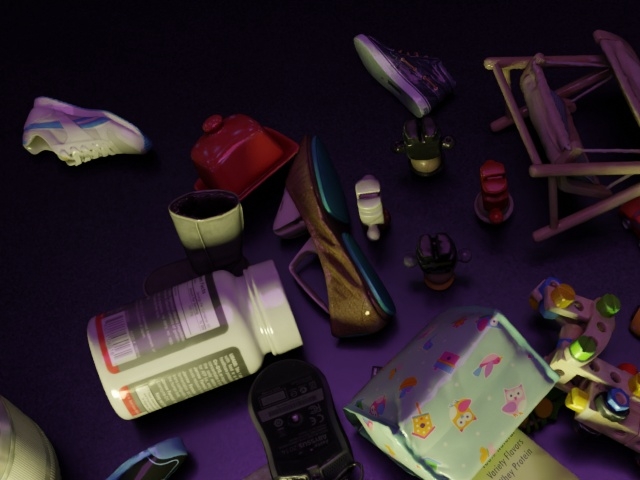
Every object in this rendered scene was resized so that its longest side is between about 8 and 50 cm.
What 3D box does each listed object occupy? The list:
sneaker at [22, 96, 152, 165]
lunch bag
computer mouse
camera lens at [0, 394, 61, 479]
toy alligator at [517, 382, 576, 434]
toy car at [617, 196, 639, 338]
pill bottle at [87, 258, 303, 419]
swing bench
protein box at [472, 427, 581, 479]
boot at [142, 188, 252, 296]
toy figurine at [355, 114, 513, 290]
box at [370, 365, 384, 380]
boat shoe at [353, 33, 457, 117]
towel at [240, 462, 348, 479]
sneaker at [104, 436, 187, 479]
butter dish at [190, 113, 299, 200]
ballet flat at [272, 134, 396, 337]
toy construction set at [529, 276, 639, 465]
[{"bbox_3d":[-0.382,-0.166,1.856,0.228,0.087,0.092,13,74,20],"label":"sneaker"},{"bbox_3d":[0.160,0.203,1.520,0.160,0.262,0.223,46,78,-13],"label":"lunch bag"},{"bbox_3d":[-0.028,0.287,1.555,0.188,0.072,0.272,-17,48,2],"label":"computer mouse"},{"bbox_3d":[-0.489,0.311,1.536,0.219,0.274,0.219,-3,65,6],"label":"camera lens"},{"bbox_3d":[0.310,0.241,1.598,0.189,0.056,0.051,-16,99,-18],"label":"toy alligator"},{"bbox_3d":[0.561,0.031,1.659,0.224,0.053,0.239,-1,65,7],"label":"toy car"},{"bbox_3d":[-0.179,0.139,1.641,0.283,0.161,0.161,-20,64,-3],"label":"pill bottle"},{"bbox_3d":[0.403,-0.167,1.684,0.254,0.165,0.253,-15,50,1],"label":"swing bench"},{"bbox_3d":[0.260,0.388,1.485,0.201,0.136,0.200,39,76,21],"label":"protein box"},{"bbox_3d":[-0.193,0.013,1.674,0.189,0.208,0.076,-16,64,-1],"label":"boot"},{"bbox_3d":[0.168,-0.057,1.706,0.213,0.148,0.209,35,80,18],"label":"toy figurine"},{"bbox_3d":[0.104,0.227,1.644,0.067,0.018,0.083,4,66,9],"label":"box"},{"bbox_3d":[0.139,-0.286,1.857,0.083,0.065,0.183,-37,72,-13],"label":"boat shoe"},{"bbox_3d":[-0.083,0.425,1.485,0.324,0.056,0.312,-31,39,-9],"label":"towel"},{"bbox_3d":[-0.274,0.374,1.595,0.232,0.081,0.090,-35,72,-4],"label":"sneaker"},{"bbox_3d":[-0.140,-0.145,1.762,0.160,0.118,0.160,-42,32,-7],"label":"butter dish"},{"bbox_3d":[0.000,0.000,1.727,0.124,0.116,0.342,-29,68,15],"label":"ballet flat"},{"bbox_3d":[0.434,0.183,1.557,0.327,0.151,0.215,18,48,2],"label":"toy construction set"}]
